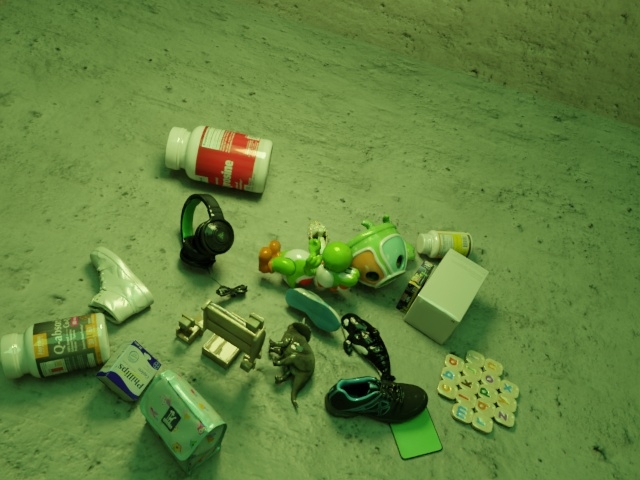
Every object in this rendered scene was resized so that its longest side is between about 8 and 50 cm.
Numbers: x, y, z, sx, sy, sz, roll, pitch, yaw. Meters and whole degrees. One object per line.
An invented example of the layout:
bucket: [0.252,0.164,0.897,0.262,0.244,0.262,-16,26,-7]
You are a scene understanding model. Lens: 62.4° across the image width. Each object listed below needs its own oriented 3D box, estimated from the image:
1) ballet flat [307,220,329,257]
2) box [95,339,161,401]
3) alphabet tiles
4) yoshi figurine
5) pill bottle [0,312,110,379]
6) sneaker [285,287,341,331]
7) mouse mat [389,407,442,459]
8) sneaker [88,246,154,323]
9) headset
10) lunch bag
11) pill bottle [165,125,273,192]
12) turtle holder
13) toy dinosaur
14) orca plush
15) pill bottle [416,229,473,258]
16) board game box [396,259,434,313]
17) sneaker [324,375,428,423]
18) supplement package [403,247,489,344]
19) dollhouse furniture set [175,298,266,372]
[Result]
ballet flat: [0.000,0.000,2.102,0.091,0.077,0.240,1,50,-13]
box: [-0.575,0.392,1.591,0.126,0.072,0.137,53,46,-24]
alphabet tiles: [0.551,0.523,1.847,0.278,0.021,0.284,24,50,6]
yoshi figurine: [-0.031,0.061,1.916,0.363,0.203,0.203,11,66,11]
pill bottle: [-0.784,0.319,1.580,0.279,0.162,0.162,-9,54,-21]
sneaker: [-0.013,0.238,1.879,0.229,0.087,0.092,35,17,23]
mouse mat: [0.300,0.607,1.724,0.153,0.007,0.189,-6,54,-18]
sneaker: [-0.721,0.151,1.772,0.293,0.108,0.169,39,50,16]
headset: [-0.387,0.018,1.908,0.185,0.243,0.393,-2,64,-41]
lunch bag: [-0.381,0.497,1.471,0.160,0.262,0.223,-33,66,-34]
pill bottle: [-0.415,-0.343,2.179,0.408,0.229,0.228,11,49,-5]
turtle holder: [0.222,0.058,2.038,0.243,0.320,0.227,-34,75,13]
toy dinosaur: [-0.082,0.382,1.738,0.161,0.121,0.313,-9,51,-13]
orca plush: [0.167,0.357,1.831,0.151,0.102,0.287,-7,54,-20]
pill bottle: [0.514,0.017,2.193,0.215,0.117,0.117,3,51,-12]
board game box: [0.356,0.174,1.988,0.048,0.170,0.141,31,50,13]
sneaker: [0.191,0.503,1.687,0.341,0.139,0.125,1,50,-12]
supplement package: [0.473,0.207,1.985,0.175,0.177,0.293,33,50,13]
dollhouse furniture set: [-0.288,0.228,1.656,0.303,0.355,0.173,30,50,11]
